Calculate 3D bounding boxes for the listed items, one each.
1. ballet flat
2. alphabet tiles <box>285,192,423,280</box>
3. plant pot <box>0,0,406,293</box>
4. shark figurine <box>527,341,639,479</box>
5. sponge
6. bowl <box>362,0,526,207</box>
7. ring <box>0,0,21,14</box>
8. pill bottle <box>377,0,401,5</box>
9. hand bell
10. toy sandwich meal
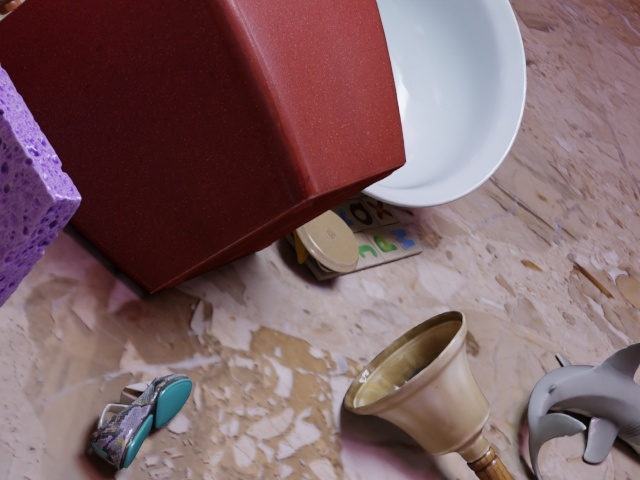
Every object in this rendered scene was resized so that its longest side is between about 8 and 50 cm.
[{"bbox_3d":[-0.128,0.119,0.934,0.041,0.041,0.114,43,28,0],"label":"ballet flat"},{"bbox_3d":[-0.016,-0.066,1.342,0.237,0.009,0.198,53,31,15],"label":"alphabet tiles"},{"bbox_3d":[-0.086,-0.111,1.082,0.267,0.267,0.235,-22,83,-59],"label":"plant pot"},{"bbox_3d":[0.273,0.147,1.317,0.278,0.116,0.166,8,43,-49],"label":"shark figurine"},{"bbox_3d":[-0.253,-0.068,0.941,0.031,0.117,0.210,-1,50,-53],"label":"sponge"},{"bbox_3d":[0.056,-0.174,1.370,0.298,0.134,0.297,4,82,-31],"label":"bowl"},{"bbox_3d":[-0.156,-0.278,1.147,0.032,0.337,0.336,60,24,-20],"label":"ring"},{"bbox_3d":[0.060,-0.349,1.607,0.204,0.204,0.361,20,36,-35],"label":"pill bottle"},{"bbox_3d":[0.143,0.190,1.131,0.242,0.126,0.126,51,28,-9],"label":"hand bell"},{"bbox_3d":[0.000,0.000,1.239,0.085,0.029,0.085,31,35,-25],"label":"toy sandwich meal"}]
